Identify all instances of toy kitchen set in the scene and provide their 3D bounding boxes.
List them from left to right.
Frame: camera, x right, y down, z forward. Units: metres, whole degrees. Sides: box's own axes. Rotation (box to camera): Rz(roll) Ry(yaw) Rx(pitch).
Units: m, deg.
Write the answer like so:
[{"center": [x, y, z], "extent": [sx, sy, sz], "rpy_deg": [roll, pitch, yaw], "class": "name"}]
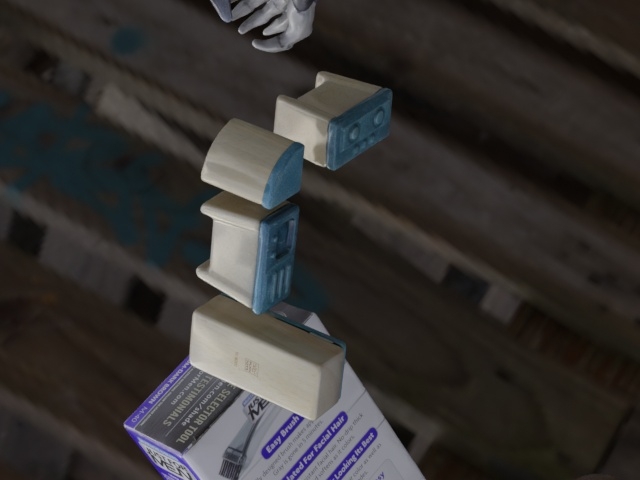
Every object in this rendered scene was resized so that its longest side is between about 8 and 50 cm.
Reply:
[{"center": [0.000, 0.000, 1.548], "extent": [0.122, 0.166, 0.207], "rpy_deg": [23, 125, 26], "class": "toy kitchen set"}]

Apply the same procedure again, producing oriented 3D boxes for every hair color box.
[{"center": [-0.019, 0.232, 1.906], "extent": [0.110, 0.185, 0.339], "rpy_deg": [19, 149, 48], "class": "hair color box"}]

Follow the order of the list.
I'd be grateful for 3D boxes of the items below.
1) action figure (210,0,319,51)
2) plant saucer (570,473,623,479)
[{"center": [-0.033, -0.181, 1.008], "extent": [0.141, 0.276, 0.164], "rpy_deg": [-42, 70, 52], "class": "action figure"}, {"center": [0.274, 0.323, 2.040], "extent": [0.168, 0.029, 0.168], "rpy_deg": [-9, 77, 44], "class": "plant saucer"}]
